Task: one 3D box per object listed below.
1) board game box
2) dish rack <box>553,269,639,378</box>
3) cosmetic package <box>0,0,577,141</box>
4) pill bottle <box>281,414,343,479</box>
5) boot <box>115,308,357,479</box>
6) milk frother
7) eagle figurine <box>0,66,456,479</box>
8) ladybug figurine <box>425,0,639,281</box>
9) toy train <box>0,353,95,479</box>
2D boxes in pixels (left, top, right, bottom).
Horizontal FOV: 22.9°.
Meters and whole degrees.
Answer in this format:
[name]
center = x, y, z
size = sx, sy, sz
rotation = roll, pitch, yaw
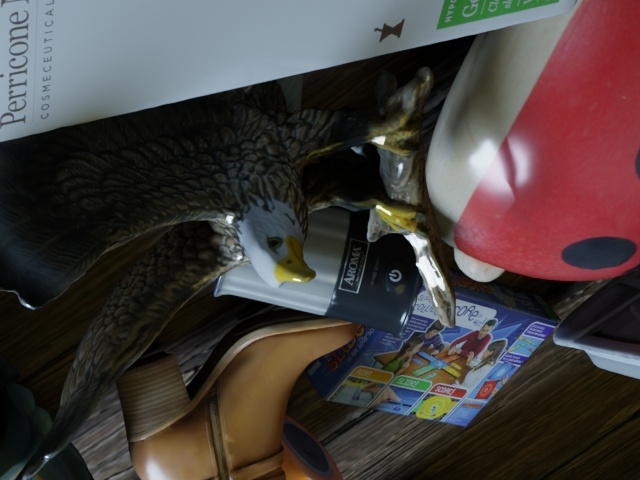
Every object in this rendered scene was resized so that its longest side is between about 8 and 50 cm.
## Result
[board game box]
center = 0.099, 0.090, 1.337
size = 0.201, 0.035, 0.136
rotation = 17, 119, -47
[dish rack]
center = 0.350, 0.028, 1.260
size = 0.285, 0.072, 0.333
rotation = -36, -176, -7
[cosmetic package]
center = -0.031, -0.201, 0.819
size = 0.366, 0.155, 0.197
rotation = -18, 143, -24
[pill bottle]
center = -0.095, 0.249, 1.283
size = 0.246, 0.130, 0.130
rotation = -44, 142, 12
[boot]
center = -0.046, 0.139, 1.185
size = 0.197, 0.152, 0.073
rotation = -19, -174, -5
[milk frother]
center = 0.000, 0.000, 1.120
size = 0.135, 0.129, 0.143
rotation = 14, 162, -5
[eagle figurine]
center = -0.072, -0.011, 0.913
size = 0.298, 0.226, 0.225
rotation = -19, 176, -12
[ladybug figurine]
center = 0.240, -0.134, 1.055
size = 0.305, 0.162, 0.449
rotation = -10, 139, -54
[toy train]
center = -0.250, 0.175, 1.029
size = 0.190, 0.142, 0.334
rotation = -42, 160, -14
